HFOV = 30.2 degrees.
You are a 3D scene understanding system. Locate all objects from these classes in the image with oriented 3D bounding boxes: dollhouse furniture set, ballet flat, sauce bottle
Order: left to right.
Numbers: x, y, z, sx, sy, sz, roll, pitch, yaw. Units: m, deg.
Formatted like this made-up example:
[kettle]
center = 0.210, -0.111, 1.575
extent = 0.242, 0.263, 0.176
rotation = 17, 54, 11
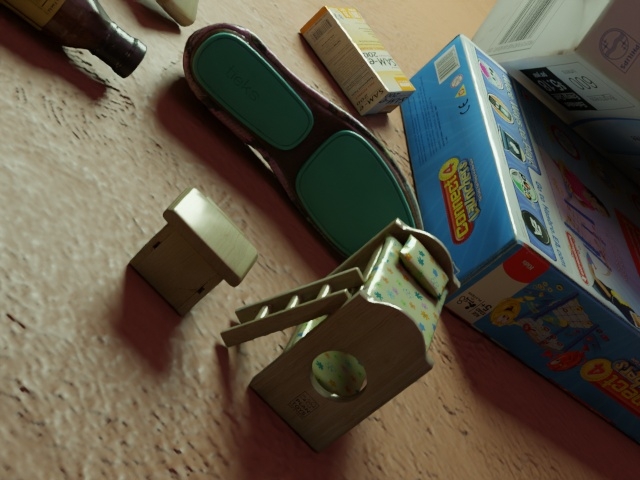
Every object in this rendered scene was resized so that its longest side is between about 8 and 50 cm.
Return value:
[sauce bottle]
center = -0.165, -0.147, 0.730
extent = 0.128, 0.042, 0.042
rotation = 37, 29, -28
[ballet flat]
center = -0.009, -0.069, 0.844
extent = 0.221, 0.077, 0.079
rotation = 44, 7, -10
[dollhouse furniture set]
center = 0.000, 0.000, 0.720
extent = 0.161, 0.101, 0.182
rotation = 46, 26, -8

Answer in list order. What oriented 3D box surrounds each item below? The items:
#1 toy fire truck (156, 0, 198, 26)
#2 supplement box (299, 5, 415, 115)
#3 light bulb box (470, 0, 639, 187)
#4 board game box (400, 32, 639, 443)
[toy fire truck]
center = -0.153, -0.299, 0.860
extent = 0.246, 0.158, 0.217
rotation = 50, 24, 24
[supplement box]
center = 0.034, -0.160, 1.057
extent = 0.098, 0.036, 0.062
rotation = 55, 27, 9
[light bulb box]
center = 0.378, -0.161, 1.182
extent = 0.361, 0.225, 0.358
rotation = 35, -2, -12
[board game box]
center = 0.218, 0.002, 1.073
extent = 0.302, 0.086, 0.308
rotation = 35, 30, -27
